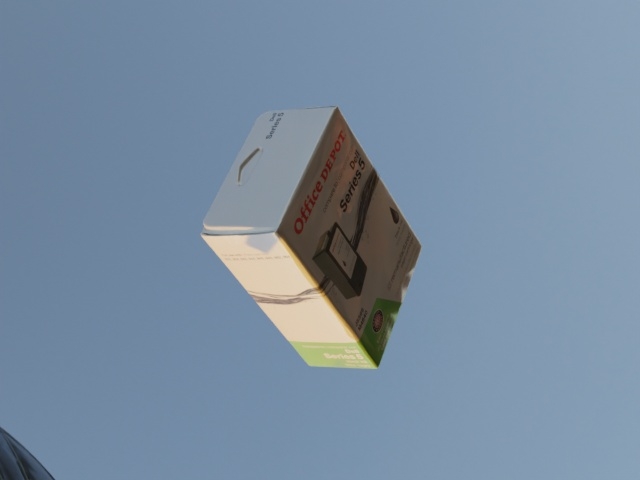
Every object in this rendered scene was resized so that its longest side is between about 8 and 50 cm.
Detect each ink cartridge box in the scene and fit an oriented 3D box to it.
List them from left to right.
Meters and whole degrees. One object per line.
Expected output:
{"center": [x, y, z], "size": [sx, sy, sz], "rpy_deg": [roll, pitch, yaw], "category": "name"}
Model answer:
{"center": [0.000, 0.000, 1.275], "size": [0.273, 0.115, 0.198], "rpy_deg": [55, -133, -40], "category": "ink cartridge box"}

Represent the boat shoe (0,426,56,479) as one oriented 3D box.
{"center": [-0.270, 0.133, 0.591], "size": [0.104, 0.111, 0.307], "rpy_deg": [-50, -41, -2], "category": "boat shoe"}
